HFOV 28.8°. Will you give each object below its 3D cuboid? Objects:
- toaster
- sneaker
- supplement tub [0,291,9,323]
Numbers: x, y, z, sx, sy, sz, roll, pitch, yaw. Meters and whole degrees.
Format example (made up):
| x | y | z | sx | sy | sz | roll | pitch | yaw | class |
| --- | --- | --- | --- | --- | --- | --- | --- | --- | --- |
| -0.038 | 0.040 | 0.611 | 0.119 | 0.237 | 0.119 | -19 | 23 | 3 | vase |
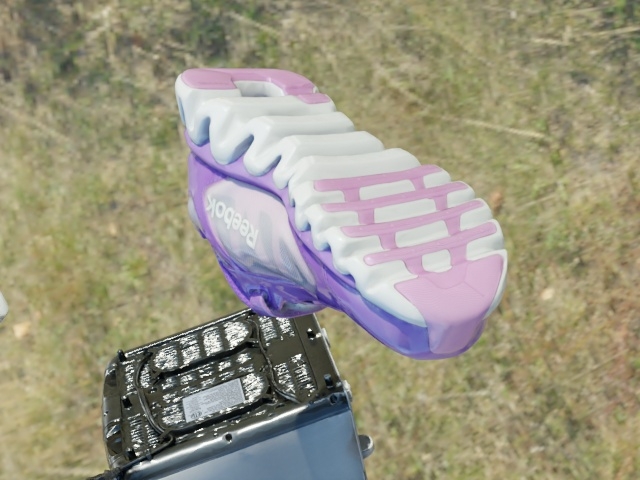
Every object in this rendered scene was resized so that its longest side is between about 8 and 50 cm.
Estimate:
| x | y | z | sx | sy | sz | roll | pitch | yaw | class |
| --- | --- | --- | --- | --- | --- | --- | --- | --- | --- |
| -0.064 | 0.132 | 0.856 | 0.168 | 0.186 | 0.110 | -117 | 8 | -65 | toaster |
| 0.000 | 0.000 | 0.613 | 0.236 | 0.095 | 0.104 | 42 | 127 | 47 | sneaker |
| -0.277 | 0.083 | 0.673 | 0.144 | 0.144 | 0.199 | 39 | 93 | 30 | supplement tub |
